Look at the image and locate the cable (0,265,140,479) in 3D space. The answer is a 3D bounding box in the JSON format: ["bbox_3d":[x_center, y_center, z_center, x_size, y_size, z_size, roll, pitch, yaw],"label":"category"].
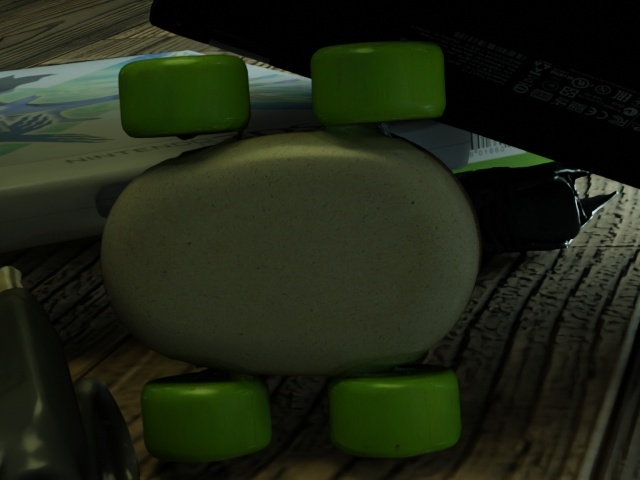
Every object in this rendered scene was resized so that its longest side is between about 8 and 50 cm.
[{"bbox_3d":[-0.095,0.097,0.465,0.072,0.139,0.287,-29,35,3],"label":"cable"}]

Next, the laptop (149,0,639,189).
[{"bbox_3d":[0.136,-0.161,0.731,0.382,0.236,0.408,17,-29,-13],"label":"laptop"}]

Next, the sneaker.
[{"bbox_3d":[0.098,-0.015,0.835,0.089,0.051,0.170,-3,12,26],"label":"sneaker"}]

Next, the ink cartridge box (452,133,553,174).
[{"bbox_3d":[0.093,-0.110,1.092,0.189,0.097,0.255,-11,17,-19],"label":"ink cartridge box"}]

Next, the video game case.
[{"bbox_3d":[-0.131,-0.063,0.890,0.300,0.036,0.329,-11,17,-31],"label":"video game case"}]

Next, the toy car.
[{"bbox_3d":[0.000,0.000,0.666,0.149,0.155,0.188,-3,3,11],"label":"toy car"}]
